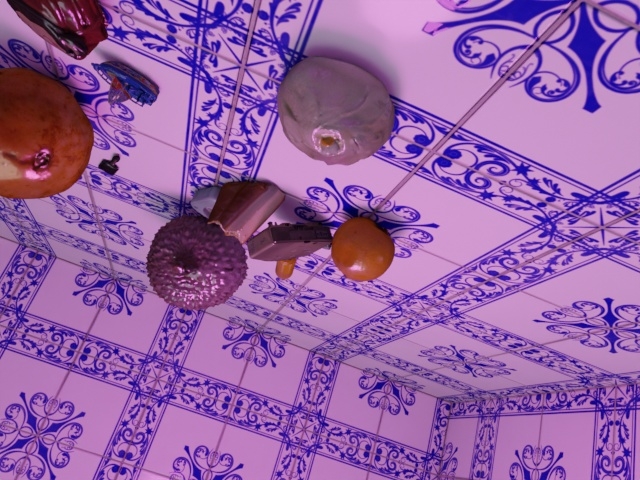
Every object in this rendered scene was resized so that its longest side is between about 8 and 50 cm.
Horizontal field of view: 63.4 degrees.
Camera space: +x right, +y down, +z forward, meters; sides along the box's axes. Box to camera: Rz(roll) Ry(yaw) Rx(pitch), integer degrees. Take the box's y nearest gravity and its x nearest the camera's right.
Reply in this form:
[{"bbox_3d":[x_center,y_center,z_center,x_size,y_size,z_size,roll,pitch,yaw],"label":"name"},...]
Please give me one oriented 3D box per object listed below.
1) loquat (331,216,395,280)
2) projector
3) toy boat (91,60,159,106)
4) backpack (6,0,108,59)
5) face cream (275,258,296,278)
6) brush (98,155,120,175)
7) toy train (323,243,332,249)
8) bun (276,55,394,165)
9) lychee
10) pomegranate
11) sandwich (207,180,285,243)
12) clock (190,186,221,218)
[{"bbox_3d":[0.136,0.029,1.652,0.207,0.208,0.208,15,156,7],"label":"loquat"},{"bbox_3d":[-0.111,0.004,1.749,0.269,0.088,0.193,-2,160,-44],"label":"projector"},{"bbox_3d":[-0.510,-0.390,1.327,0.175,0.110,0.091,34,151,-28],"label":"toy boat"},{"bbox_3d":[-0.561,-0.507,1.095,0.229,0.139,0.229,33,160,14],"label":"backpack"},{"bbox_3d":[-0.137,0.078,2.095,0.078,0.078,0.273,18,155,0],"label":"face cream"},{"bbox_3d":[-0.747,-0.272,1.851,0.062,0.016,0.193,30,154,-26],"label":"brush"},{"bbox_3d":[0.000,0.000,1.888,0.093,0.038,0.056,14,149,10],"label":"toy train"},{"bbox_3d":[0.023,-0.257,1.155,0.282,0.179,0.283,15,159,6],"label":"bun"},{"bbox_3d":[-0.466,0.087,1.997,0.379,0.381,0.432,17,-177,3],"label":"lychee"},{"bbox_3d":[-0.853,-0.309,1.475,0.409,0.411,0.410,15,156,7],"label":"pomegranate"},{"bbox_3d":[-0.243,-0.091,1.685,0.219,0.186,0.108,0,152,34],"label":"sandwich"},{"bbox_3d":[-0.350,-0.109,1.861,0.159,0.066,0.211,-3,149,40],"label":"clock"}]
